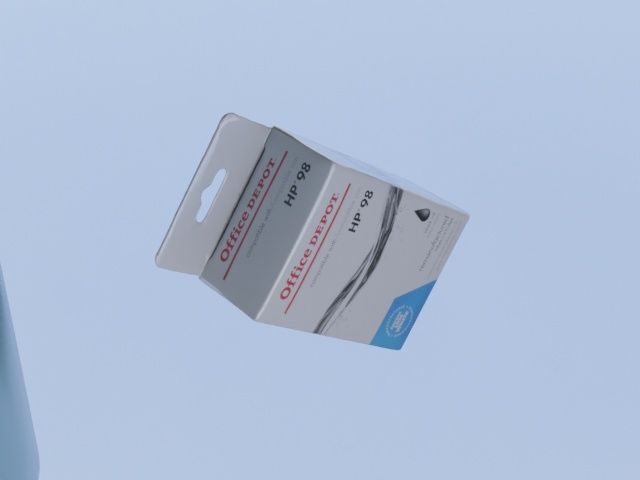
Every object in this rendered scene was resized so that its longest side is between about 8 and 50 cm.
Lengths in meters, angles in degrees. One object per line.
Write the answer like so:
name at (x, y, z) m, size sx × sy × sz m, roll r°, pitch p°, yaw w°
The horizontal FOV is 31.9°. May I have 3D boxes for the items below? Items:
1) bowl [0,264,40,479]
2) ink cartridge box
bowl at (-0.220, 0.088, 0.368) m, size 0.311 × 0.163 × 0.311 m, roll -27°, pitch -167°, yaw 7°
ink cartridge box at (0.000, 0.000, 0.676) m, size 0.180 × 0.104 × 0.060 m, roll 16°, pitch -166°, yaw -49°
